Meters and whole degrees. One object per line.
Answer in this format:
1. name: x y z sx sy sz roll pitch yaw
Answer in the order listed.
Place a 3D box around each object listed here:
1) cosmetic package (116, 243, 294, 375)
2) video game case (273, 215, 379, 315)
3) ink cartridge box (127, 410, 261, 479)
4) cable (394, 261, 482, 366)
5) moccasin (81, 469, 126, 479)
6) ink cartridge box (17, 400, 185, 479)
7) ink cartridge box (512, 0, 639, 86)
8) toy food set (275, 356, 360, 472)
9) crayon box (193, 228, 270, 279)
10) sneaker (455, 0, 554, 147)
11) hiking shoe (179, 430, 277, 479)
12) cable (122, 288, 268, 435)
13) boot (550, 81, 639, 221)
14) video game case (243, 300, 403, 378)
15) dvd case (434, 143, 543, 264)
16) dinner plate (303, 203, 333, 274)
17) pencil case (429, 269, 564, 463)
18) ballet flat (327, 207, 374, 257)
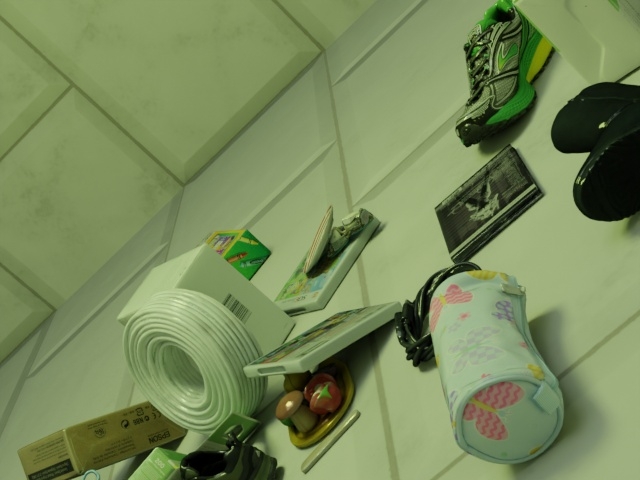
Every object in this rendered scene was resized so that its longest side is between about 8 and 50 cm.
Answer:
1. cosmetic package: -0.210 0.145 1.983 0.225 0.224 0.138 -23 30 53
2. video game case: 0.002 0.052 2.033 0.193 0.023 0.212 -18 32 57
3. ink cartridge box: -0.207 0.343 1.679 0.235 0.056 0.171 -49 -19 -4
4. cable: 0.168 0.101 1.500 0.150 0.047 0.184 -37 16 14
5. moccasin: -0.419 0.468 1.807 0.138 0.117 0.342 -12 -24 -50
6. ink cartridge box: -0.394 0.365 1.973 0.235 0.088 0.193 -14 -11 -43
7. ink cartridge box: 0.432 -0.417 1.745 0.119 0.207 0.353 -36 20 35
8. toy food set: -0.019 0.229 1.596 0.128 0.071 0.218 -45 17 7
9. crayon box: -0.235 0.063 2.479 0.165 0.081 0.278 -52 18 -15
10. sneaker: 0.293 -0.292 1.906 0.134 0.146 0.343 -30 24 43
11. hiking shoe: -0.171 0.357 1.594 0.227 0.114 0.086 -40 17 20
12. cable: -0.207 0.198 1.789 0.089 0.257 0.257 -37 -6 -43
13. boot: 0.367 -0.119 1.414 0.246 0.094 0.207 -44 19 -15
14. video game case: 0.003 0.153 1.670 0.201 0.023 0.183 -28 6 -31
15. dvd case: 0.254 -0.059 1.687 0.164 0.018 0.221 -41 17 14
16. dinner plate: 0.000 0.000 2.020 0.141 0.017 0.141 -159 90 -86
17. pencil case: 0.194 0.134 1.230 0.124 0.113 0.273 -22 22 11
18. ballet flat: 0.045 -0.018 1.979 0.114 0.041 0.041 -43 17 15
